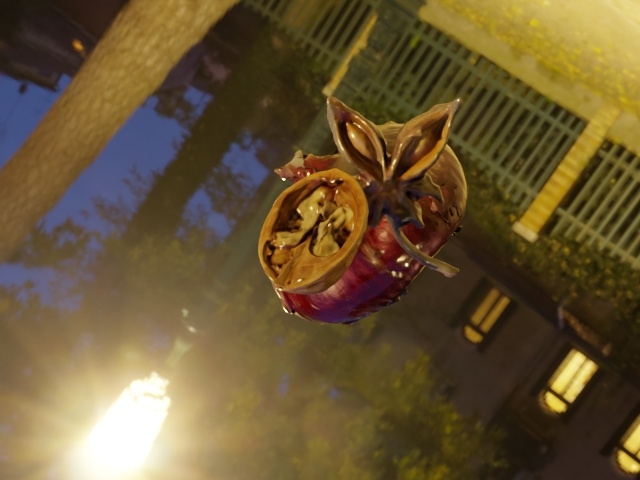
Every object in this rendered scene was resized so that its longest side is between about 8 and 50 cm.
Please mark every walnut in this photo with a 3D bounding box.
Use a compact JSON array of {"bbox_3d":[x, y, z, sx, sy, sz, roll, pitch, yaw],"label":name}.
[{"bbox_3d":[0.000,0.000,0.782,0.091,0.121,0.052,14,156,31],"label":"walnut"}]

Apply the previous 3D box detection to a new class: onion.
[{"bbox_3d":[0.049,-0.036,1.213,0.232,0.314,0.314,46,-174,-20],"label":"onion"}]

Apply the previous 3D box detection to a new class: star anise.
[{"bbox_3d":[0.091,-0.053,0.922,0.218,0.148,0.227,54,-178,1],"label":"star anise"}]
